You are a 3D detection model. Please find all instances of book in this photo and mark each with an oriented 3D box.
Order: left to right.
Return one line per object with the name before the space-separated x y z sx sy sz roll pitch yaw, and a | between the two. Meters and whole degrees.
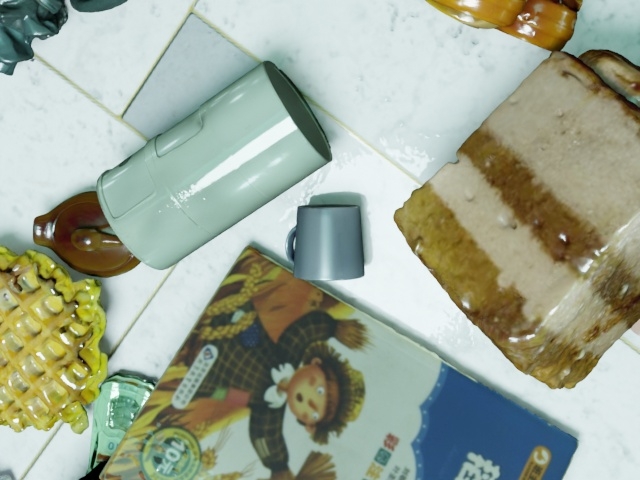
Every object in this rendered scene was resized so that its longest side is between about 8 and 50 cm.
book | 0.024 0.235 0.918 0.428 0.039 0.300 30 76 3

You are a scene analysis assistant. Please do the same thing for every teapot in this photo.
teapot | -0.258 -0.006 0.963 0.129 0.078 0.098 9 102 8

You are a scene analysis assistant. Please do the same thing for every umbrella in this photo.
umbrella | -0.241 -0.311 0.898 0.349 0.094 0.143 -27 99 12

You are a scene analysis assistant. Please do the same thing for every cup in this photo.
cup | 0.000 0.000 0.928 0.100 0.078 0.077 3 97 40

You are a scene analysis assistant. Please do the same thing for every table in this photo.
table | -0.111 -0.076 0.900 0.220 0.126 0.126 -31 94 14

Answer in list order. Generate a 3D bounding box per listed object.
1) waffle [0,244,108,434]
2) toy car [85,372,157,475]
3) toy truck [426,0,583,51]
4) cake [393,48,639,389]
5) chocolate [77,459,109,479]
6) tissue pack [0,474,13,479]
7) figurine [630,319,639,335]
waffle | -0.354 0.117 1.002 0.244 0.059 0.237 6 112 21
toy car | -0.233 0.251 1.018 0.094 0.058 0.186 12 102 6
toy truck | 0.138 -0.300 0.754 0.212 0.288 0.204 31 111 29
cake | 0.245 -0.031 0.788 0.293 0.196 0.198 -46 51 11
chocolate | -0.241 0.435 0.946 0.225 0.210 0.340 17 110 -8
tissue pack | -0.534 0.431 1.051 0.339 0.160 0.242 -7 100 12
figurine | 0.432 0.109 0.841 0.276 0.133 0.200 34 116 7
